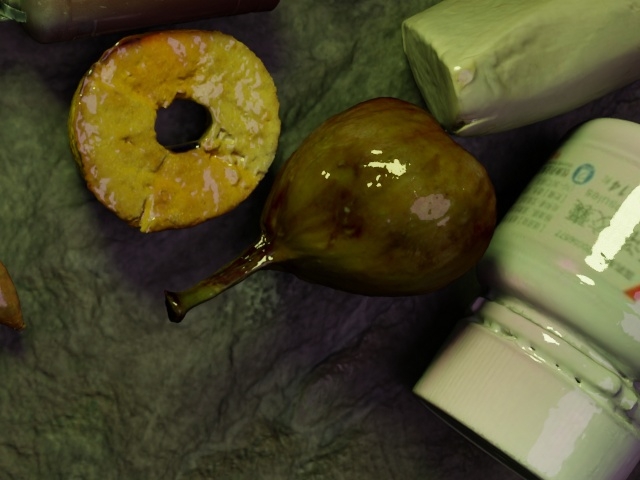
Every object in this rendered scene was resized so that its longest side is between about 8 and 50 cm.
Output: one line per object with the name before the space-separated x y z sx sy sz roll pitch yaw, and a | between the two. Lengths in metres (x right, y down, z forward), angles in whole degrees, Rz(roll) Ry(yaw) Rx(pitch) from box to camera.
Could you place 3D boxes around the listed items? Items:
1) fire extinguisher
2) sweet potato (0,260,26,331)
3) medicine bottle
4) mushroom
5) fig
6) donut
fire extinguisher | -0.165 -0.214 1.055 0.269 0.105 0.105 -13 105 -25
sweet potato | -0.275 0.036 1.087 0.034 0.034 0.095 -28 101 -20
medicine bottle | 0.261 0.074 1.237 0.256 0.256 0.325 41 83 -27
mushroom | 0.237 -0.196 1.240 0.407 0.154 0.138 -20 101 -31
fig | 0.007 -0.027 1.122 0.290 0.190 0.191 -4 101 -30
donut | -0.131 -0.098 1.112 0.190 0.074 0.174 -29 110 -24
